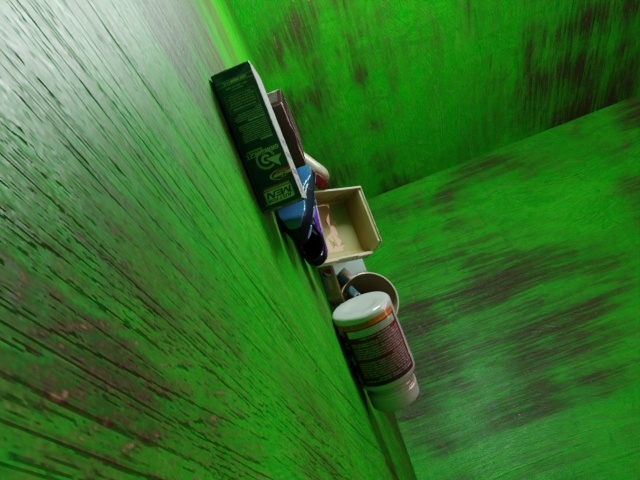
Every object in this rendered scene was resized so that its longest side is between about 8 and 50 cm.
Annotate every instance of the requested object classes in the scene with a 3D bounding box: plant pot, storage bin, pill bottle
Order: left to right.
[{"bbox_3d":[0.063,-0.052,1.953,0.123,0.263,0.260,-39,-113,51],"label":"storage bin"},{"bbox_3d":[0.187,0.293,2.335,0.274,0.257,0.256,123,-53,-73],"label":"plant pot"},{"bbox_3d":[0.211,0.407,1.906,0.224,0.224,0.391,-92,161,-79],"label":"pill bottle"}]

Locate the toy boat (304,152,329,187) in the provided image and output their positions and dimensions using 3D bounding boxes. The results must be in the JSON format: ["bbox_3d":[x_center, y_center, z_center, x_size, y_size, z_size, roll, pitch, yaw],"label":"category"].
[{"bbox_3d":[-0.090,-0.246,1.887,0.231,0.151,0.151,37,2,5],"label":"toy boat"}]

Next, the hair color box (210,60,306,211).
[{"bbox_3d":[-0.148,-0.248,1.304,0.174,0.105,0.347,-54,123,-85],"label":"hair color box"}]

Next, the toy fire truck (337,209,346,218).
[{"bbox_3d":[-0.027,-0.123,2.171,0.254,0.169,0.302,44,8,-10],"label":"toy fire truck"}]

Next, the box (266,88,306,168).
[{"bbox_3d":[-0.146,-0.342,1.623,0.381,0.143,0.191,-106,175,-68],"label":"box"}]

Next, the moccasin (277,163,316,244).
[{"bbox_3d":[-0.080,-0.111,1.569,0.341,0.138,0.116,-83,159,-52],"label":"moccasin"}]

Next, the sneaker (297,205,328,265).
[{"bbox_3d":[-0.048,-0.054,1.672,0.146,0.102,0.293,-24,93,-86],"label":"sneaker"}]

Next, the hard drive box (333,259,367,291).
[{"bbox_3d":[0.128,0.166,2.384,0.232,0.181,0.089,59,12,-64],"label":"hard drive box"}]

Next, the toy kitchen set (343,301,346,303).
[{"bbox_3d":[0.110,0.289,2.008,0.083,0.075,0.068,38,-22,0],"label":"toy kitchen set"}]

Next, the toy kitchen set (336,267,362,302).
[{"bbox_3d":[0.105,0.249,2.096,0.207,0.122,0.166,42,47,4],"label":"toy kitchen set"}]

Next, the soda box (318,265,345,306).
[{"bbox_3d":[0.040,0.166,2.061,0.061,0.058,0.181,64,6,-55],"label":"soda box"}]
